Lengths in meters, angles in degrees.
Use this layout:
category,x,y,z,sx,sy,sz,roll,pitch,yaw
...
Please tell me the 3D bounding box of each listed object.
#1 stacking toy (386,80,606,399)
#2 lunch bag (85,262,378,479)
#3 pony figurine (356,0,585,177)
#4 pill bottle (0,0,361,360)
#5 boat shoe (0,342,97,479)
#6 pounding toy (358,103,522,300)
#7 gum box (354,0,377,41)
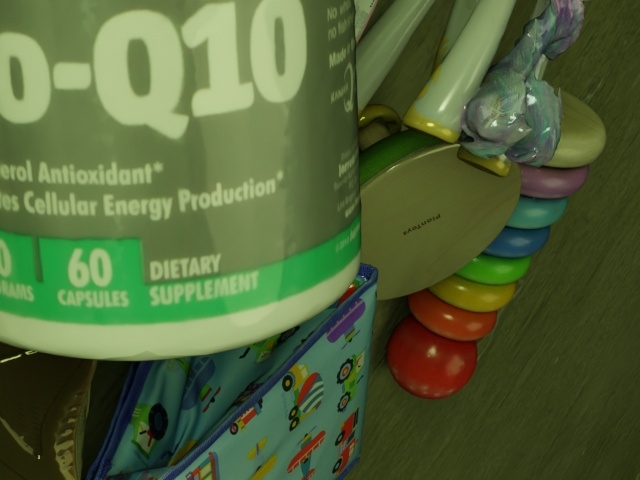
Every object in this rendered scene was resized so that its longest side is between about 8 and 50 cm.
category,x,y,z,sx,sy,sz,roll,pitch,yaw
stacking toy,0.150,0.013,1.639,0.141,0.141,0.330,-28,142,-54
lunch bag,-0.080,0.167,1.239,0.221,0.138,0.293,93,22,-44
pony figurine,0.155,-0.231,1.203,0.363,0.303,0.351,-65,-158,1
pill bottle,-0.087,-0.146,0.780,0.204,0.204,0.361,-31,123,-52
boat shoe,-0.187,0.085,1.040,0.109,0.098,0.302,-5,112,-13
pounding toy,0.036,-0.046,1.396,0.237,0.110,0.183,-9,141,-27
gum box,-0.028,-0.156,1.096,0.188,0.107,0.062,-64,157,1
